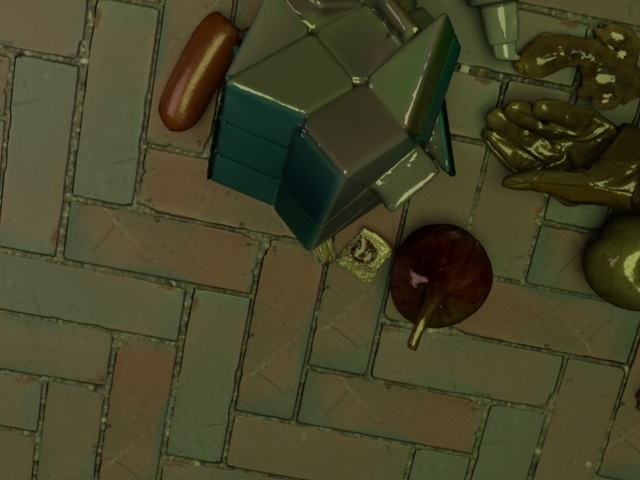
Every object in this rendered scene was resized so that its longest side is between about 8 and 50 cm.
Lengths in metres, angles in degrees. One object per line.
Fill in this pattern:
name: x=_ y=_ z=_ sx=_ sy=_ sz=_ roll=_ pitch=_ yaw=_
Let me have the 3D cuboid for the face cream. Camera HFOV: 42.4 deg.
face cream: x=0.260 y=-0.392 z=1.231 sx=0.101 sy=0.101 sz=0.251 roll=-10 pitch=105 yaw=3

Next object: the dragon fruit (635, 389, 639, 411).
dragon fruit: x=0.623 y=0.264 z=1.406 sx=0.102 sy=0.096 sz=0.147 roll=26 pitch=105 yaw=-10

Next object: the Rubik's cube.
Rubik's cube: x=0.026 y=-0.202 z=1.146 sx=0.368 sy=0.387 sz=0.358 roll=-35 pitch=81 yaw=-22

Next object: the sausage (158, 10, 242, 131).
sausage: x=-0.189 y=-0.258 z=1.284 sx=0.076 sy=0.076 sz=0.197 roll=29 pitch=104 yaw=-7

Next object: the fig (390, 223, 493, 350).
fig: x=0.188 y=0.067 z=1.300 sx=0.175 sy=0.207 sz=0.175 roll=2 pitch=101 yaw=10

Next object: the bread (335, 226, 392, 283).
bread: x=0.075 y=0.025 z=1.378 sx=0.070 sy=0.035 sz=0.083 roll=38 pitch=99 yaw=-10

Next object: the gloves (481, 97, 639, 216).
gloves: x=0.404 y=-0.124 z=1.264 sx=0.331 sy=0.141 sz=0.154 roll=23 pitch=108 yaw=30

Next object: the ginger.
ginger: x=0.412 y=-0.264 z=1.285 sx=0.214 sy=0.059 sz=0.133 roll=-8 pitch=100 yaw=1

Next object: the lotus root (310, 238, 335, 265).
lotus root: x=-0.001 y=0.000 z=1.374 sx=0.037 sy=0.030 sz=0.083 roll=-23 pitch=109 yaw=-26

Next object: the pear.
pear: x=0.511 y=0.031 z=1.325 sx=0.167 sy=0.136 sz=0.167 roll=-1 pitch=105 yaw=-3
